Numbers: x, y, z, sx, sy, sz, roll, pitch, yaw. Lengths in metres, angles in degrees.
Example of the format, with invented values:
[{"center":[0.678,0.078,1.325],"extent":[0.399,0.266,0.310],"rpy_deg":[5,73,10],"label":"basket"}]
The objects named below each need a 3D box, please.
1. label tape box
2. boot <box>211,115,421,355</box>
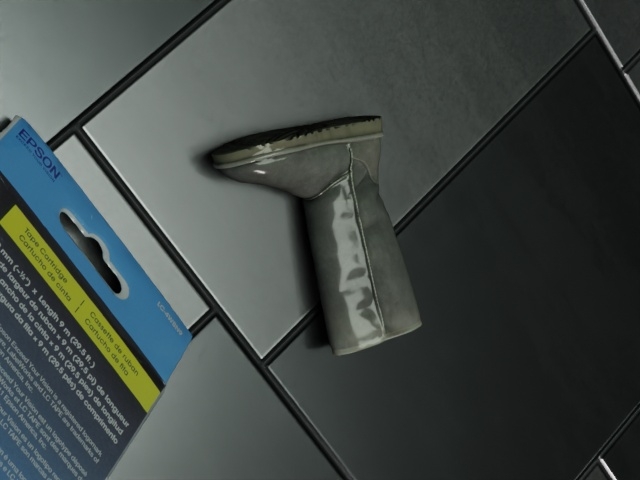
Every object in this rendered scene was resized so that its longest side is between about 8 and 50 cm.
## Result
[{"center":[-0.265,0.098,1.059],"extent":[0.249,0.115,0.347],"rpy_deg":[55,33,-19],"label":"label tape box"},{"center":[0.000,0.000,1.266],"extent":[0.190,0.076,0.208],"rpy_deg":[-11,103,-28],"label":"boot"}]
